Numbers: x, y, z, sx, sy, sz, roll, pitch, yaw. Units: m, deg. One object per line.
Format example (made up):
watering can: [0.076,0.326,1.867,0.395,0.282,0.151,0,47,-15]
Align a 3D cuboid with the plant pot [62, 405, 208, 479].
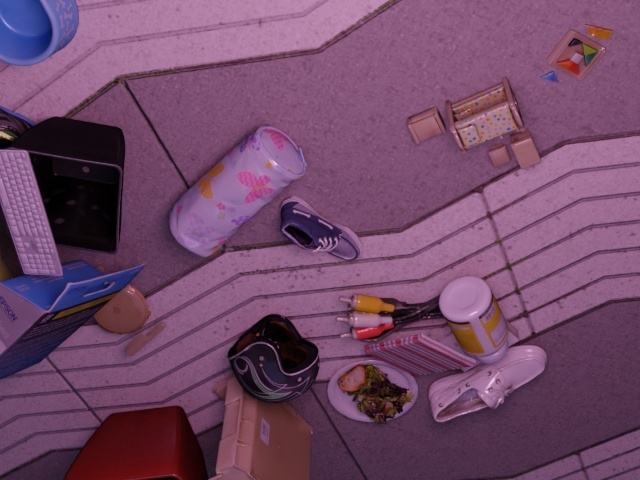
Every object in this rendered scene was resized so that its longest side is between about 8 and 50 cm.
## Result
plant pot: [-0.387,0.523,1.976,0.267,0.236,0.267,-9,127,8]

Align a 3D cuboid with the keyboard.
keyboard: [-0.490,-0.042,1.469,0.072,0.014,0.256,-1,127,3]

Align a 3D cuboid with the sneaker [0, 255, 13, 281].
sneaker: [-0.662,-0.012,1.633,0.147,0.145,0.385,-23,131,4]

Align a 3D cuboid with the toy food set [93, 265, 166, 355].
toy food set: [-0.413,0.135,1.806,0.132,0.038,0.192,-37,107,21]

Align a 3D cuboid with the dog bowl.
dog bowl: [-0.495,-0.401,1.362,0.165,0.074,0.297,-14,127,13]

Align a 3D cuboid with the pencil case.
pencil case: [-0.149,-0.083,1.573,0.124,0.114,0.273,30,124,-32]

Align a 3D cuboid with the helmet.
helmet: [-0.090,0.250,1.800,0.169,0.169,0.161,-36,103,26]

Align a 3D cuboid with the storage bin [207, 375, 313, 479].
storage bin: [-0.135,0.460,1.892,0.123,0.262,0.260,-26,125,22]

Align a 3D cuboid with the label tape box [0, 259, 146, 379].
label tape box: [-0.527,0.128,1.654,0.347,0.249,0.115,-41,83,21]

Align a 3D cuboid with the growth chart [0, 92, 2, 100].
growth chart: [-0.607,-0.329,1.415,0.171,0.021,0.237,10,135,33]

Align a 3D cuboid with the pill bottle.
pill bottle: [0.303,0.159,1.711,0.103,0.103,0.184,-18,135,16]

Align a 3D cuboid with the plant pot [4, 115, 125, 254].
plant pot: [-0.421,-0.111,1.527,0.188,0.167,0.188,10,128,-4]

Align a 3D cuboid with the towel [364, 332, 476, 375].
towel: [0.199,0.228,1.791,0.144,0.029,0.197,27,153,-26]

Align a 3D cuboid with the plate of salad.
plate of salad: [0.114,0.337,1.930,0.199,0.048,0.200,1,127,1]

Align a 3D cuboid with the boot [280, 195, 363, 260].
boot: [0.000,0.000,1.647,0.190,0.086,0.069,32,122,-21]

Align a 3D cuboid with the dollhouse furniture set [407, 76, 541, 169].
dollhouse furniture set: [0.264,-0.156,1.505,0.181,0.101,0.161,-21,124,18]

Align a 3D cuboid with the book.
book: [0.322,0.204,1.831,0.096,0.035,0.144,40,121,-21]

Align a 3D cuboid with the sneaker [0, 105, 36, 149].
sneaker: [-0.577,-0.200,1.517,0.188,0.078,0.067,23,126,-9]

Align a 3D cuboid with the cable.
cable: [0.174,0.158,1.771,0.287,0.072,0.140,0,127,2]

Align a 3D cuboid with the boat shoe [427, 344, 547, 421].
boat shoe: [0.357,0.314,1.870,0.277,0.096,0.098,-30,120,23]

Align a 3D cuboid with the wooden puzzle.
wooden puzzle: [0.417,-0.301,1.441,0.078,0.014,0.116,18,127,-12]
